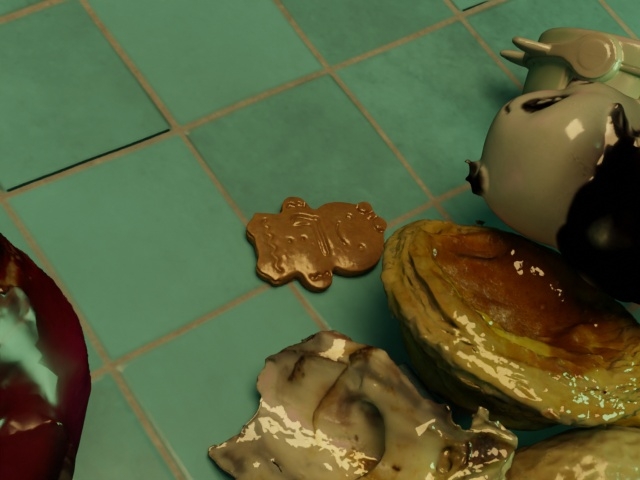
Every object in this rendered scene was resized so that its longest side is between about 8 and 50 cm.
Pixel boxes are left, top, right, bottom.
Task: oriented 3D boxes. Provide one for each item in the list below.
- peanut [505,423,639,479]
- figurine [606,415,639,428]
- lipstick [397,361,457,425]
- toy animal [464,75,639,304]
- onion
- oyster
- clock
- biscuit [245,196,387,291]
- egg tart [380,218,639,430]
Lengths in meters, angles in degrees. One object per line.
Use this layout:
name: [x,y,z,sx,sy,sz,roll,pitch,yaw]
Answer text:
peanut: [0.349,0.282,1.362,0.313,0.152,0.152,8,56,-18]
figurine: [0.422,0.180,1.497,0.129,0.109,0.178,14,45,9]
lipstick: [0.153,0.264,1.370,0.068,0.061,0.274,-28,75,-32]
toy animal: [0.335,-0.063,1.436,0.310,0.251,0.251,27,48,36]
onion: [-0.429,0.127,1.160,0.398,0.398,0.420,-5,15,-19]
oyster: [0.039,0.216,1.325,0.275,0.100,0.271,-39,74,2]
clock: [0.397,-0.196,1.644,0.324,0.265,0.109,19,91,2]
biscuit: [-0.001,0.004,1.513,0.184,0.027,0.133,4,55,-15]
egg tart: [0.214,0.111,1.411,0.352,0.150,0.352,19,31,-12]
